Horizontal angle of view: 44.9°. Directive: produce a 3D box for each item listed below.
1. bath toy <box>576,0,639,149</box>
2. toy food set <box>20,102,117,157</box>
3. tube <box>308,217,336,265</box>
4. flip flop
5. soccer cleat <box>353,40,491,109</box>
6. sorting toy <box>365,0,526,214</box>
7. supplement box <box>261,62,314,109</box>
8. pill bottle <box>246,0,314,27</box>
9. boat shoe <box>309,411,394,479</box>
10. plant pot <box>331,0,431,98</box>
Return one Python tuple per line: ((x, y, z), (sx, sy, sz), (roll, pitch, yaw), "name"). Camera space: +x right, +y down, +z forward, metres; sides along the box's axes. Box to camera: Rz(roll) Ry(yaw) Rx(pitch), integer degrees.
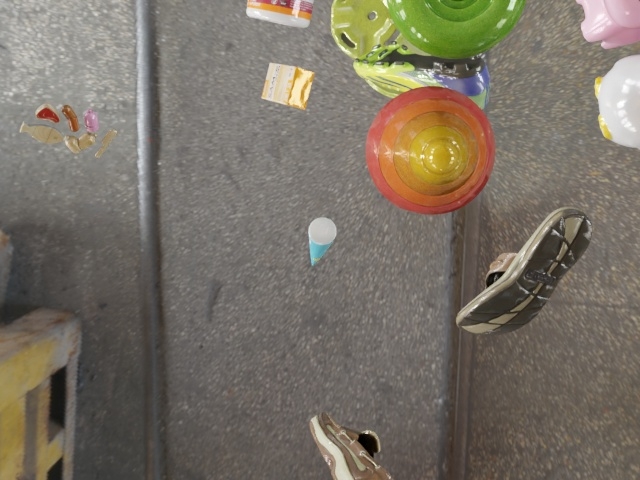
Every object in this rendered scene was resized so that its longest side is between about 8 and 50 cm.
((0.325, -0.271, 0.794), (0.129, 0.151, 0.348), (-14, 84, 41), "bath toy")
((-0.365, -0.168, 1.131), (0.122, 0.019, 0.078), (23, 120, -38), "toy food set")
((0.000, 0.000, 1.545), (0.052, 0.207, 0.080), (28, 81, 3), "tube")
((0.323, 0.049, 1.251), (0.112, 0.080, 0.277), (20, 118, -26), "flip flop")
((0.178, -0.292, 1.418), (0.289, 0.093, 0.121), (17, 142, 40), "soccer cleat")
((0.116, -0.195, 0.645), (0.127, 0.126, 0.366), (8, 100, 2), "sorting toy")
((-0.054, -0.250, 1.251), (0.036, 0.098, 0.062), (9, 100, -31), "supplement box")
((-0.059, -0.509, 1.412), (0.121, 0.121, 0.221), (13, 104, 6), "pill bottle")
((0.058, 0.359, 1.302), (0.095, 0.257, 0.095), (-32, 114, -4), "boat shoe")
((0.149, -0.453, 1.652), (0.276, 0.254, 0.276), (2, 94, 25), "plant pot")
